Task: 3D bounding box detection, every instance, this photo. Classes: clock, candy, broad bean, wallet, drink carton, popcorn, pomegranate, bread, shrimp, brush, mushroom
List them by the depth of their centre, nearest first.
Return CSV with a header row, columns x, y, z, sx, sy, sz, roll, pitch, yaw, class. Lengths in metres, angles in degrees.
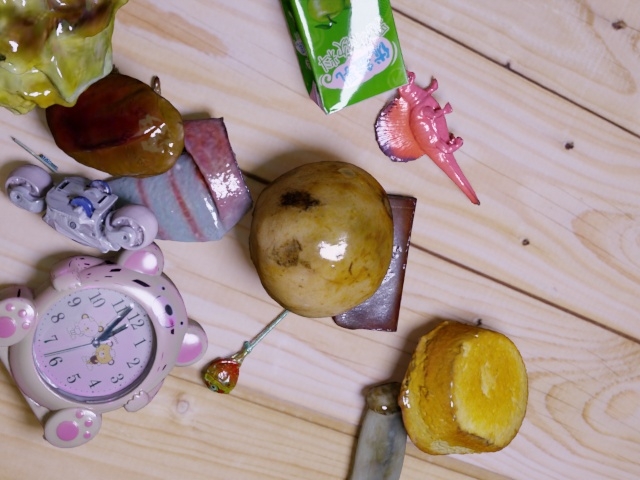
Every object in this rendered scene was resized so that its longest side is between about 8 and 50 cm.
x,y,z,sx,sy,sz,roll,pitch,yaw,class
-0.434,-0.338,1.247,0.312,0.312,0.312,-3,103,-14,popcorn
-0.314,-0.178,1.376,0.228,0.122,0.156,14,92,9,broad bean
-0.455,-0.138,1.425,0.083,0.016,0.013,39,77,-19,brush
0.033,-0.360,1.433,0.161,0.108,0.271,-21,121,-7,drink carton
-0.303,-0.254,1.439,0.083,0.023,0.114,-29,113,-11,shrimp
0.000,0.000,1.448,0.260,0.260,0.260,-3,103,-14,pomegranate
-0.364,0.158,1.464,0.309,0.114,0.284,-28,106,-9,clock
-0.125,0.192,1.572,0.201,0.060,0.060,-45,109,-9,candy
0.093,0.041,1.602,0.137,0.031,0.255,4,101,-16,wallet
0.263,0.265,1.606,0.268,0.146,0.268,5,83,-41,bread
0.106,0.411,1.664,0.100,0.081,0.312,7,104,-14,mushroom

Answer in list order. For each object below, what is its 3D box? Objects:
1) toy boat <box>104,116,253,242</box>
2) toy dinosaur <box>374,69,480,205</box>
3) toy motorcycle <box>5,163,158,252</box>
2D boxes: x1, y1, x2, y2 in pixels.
x,y,z,sx,sy,sz,roll,pitch,yaw,class
-0.262,-0.076,1.455,0.282,0.096,0.206,-19,98,-2,toy boat
0.179,-0.162,1.573,0.139,0.070,0.286,-23,110,1,toy dinosaur
-0.379,-0.041,1.405,0.254,0.112,0.112,20,97,6,toy motorcycle
